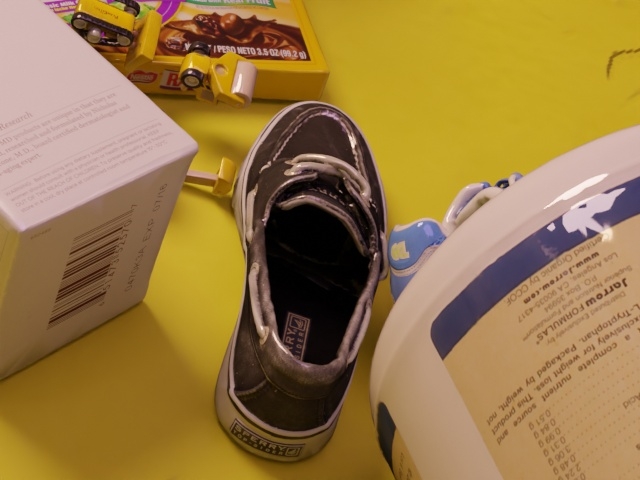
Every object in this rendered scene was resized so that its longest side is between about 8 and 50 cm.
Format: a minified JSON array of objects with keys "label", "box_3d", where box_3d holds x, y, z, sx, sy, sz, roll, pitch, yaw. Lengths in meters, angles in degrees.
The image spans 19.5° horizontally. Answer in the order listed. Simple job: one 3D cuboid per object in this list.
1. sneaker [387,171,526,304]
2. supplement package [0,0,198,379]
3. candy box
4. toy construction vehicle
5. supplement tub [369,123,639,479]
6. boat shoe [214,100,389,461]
[{"label":"sneaker","box_3d":[0.113,0.002,0.891,0.211,0.080,0.081,-25,98,-44]},{"label":"supplement package","box_3d":[-0.159,-0.044,0.820,0.179,0.105,0.105,43,46,19]},{"label":"candy box","box_3d":[-0.105,-0.120,0.977,0.206,0.027,0.105,1,45,-23]},{"label":"toy construction vehicle","box_3d":[-0.083,-0.071,0.917,0.098,0.035,0.086,19,53,-18]},{"label":"supplement tub","box_3d":[0.172,0.133,0.694,0.228,0.228,0.316,-4,50,-27]},{"label":"boat shoe","box_3d":[0.000,0.000,0.869,0.078,0.070,0.219,14,43,-10]}]
